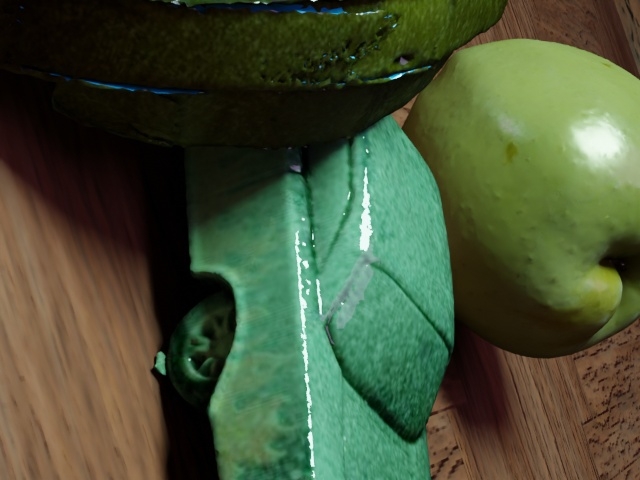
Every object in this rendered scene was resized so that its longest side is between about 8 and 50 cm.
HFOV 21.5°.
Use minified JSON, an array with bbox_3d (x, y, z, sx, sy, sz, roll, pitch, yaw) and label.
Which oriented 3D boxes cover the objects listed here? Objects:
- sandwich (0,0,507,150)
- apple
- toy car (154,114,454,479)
[{"bbox_3d":[-0.044,-0.096,0.664,0.159,0.079,0.235,37,40,25],"label":"sandwich"},{"bbox_3d":[0.138,-0.028,1.035,0.200,0.200,0.200,55,24,-39],"label":"apple"},{"bbox_3d":[0.000,0.000,0.742,0.141,0.097,0.321,48,29,-50],"label":"toy car"}]
